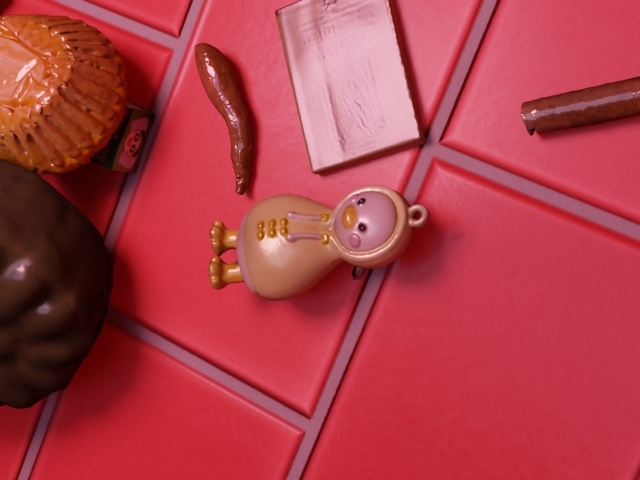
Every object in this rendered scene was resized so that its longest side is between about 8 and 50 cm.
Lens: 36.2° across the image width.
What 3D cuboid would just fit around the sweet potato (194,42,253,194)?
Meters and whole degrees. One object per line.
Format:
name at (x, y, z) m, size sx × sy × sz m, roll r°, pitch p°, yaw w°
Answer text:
sweet potato at (-0.122, -0.168, 1.331) m, size 0.050 × 0.050 × 0.214 m, roll -19°, pitch 88°, yaw 22°

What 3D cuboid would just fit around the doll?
doll at (-0.006, -0.006, 1.226) m, size 0.296 × 0.117 × 0.141 m, roll -18°, pitch 55°, yaw 28°

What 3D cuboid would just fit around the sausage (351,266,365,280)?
sausage at (0.064, 0.007, 1.261) m, size 0.015 × 0.015 × 0.100 m, roll 29°, pitch 100°, yaw 22°

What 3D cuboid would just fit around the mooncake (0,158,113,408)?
mooncake at (-0.467, 0.068, 1.321) m, size 0.357 × 0.194 × 0.356 m, roll 5°, pitch 129°, yaw 6°

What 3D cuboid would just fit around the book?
book at (0.037, -0.216, 1.271) m, size 0.161 × 0.026 × 0.230 m, roll -16°, pitch 82°, yaw 23°

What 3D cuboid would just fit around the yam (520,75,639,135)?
yam at (0.362, -0.164, 1.115) m, size 0.264 × 0.046 × 0.046 m, roll -10°, pitch 85°, yaw 23°

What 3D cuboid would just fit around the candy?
candy at (-0.342, -0.176, 1.419) m, size 0.195 × 0.062 × 0.097 m, roll 24°, pitch 98°, yaw 21°

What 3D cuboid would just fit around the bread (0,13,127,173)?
bread at (-0.377, -0.204, 1.319) m, size 0.240 × 0.139 × 0.239 m, roll -4°, pitch 72°, yaw 13°
